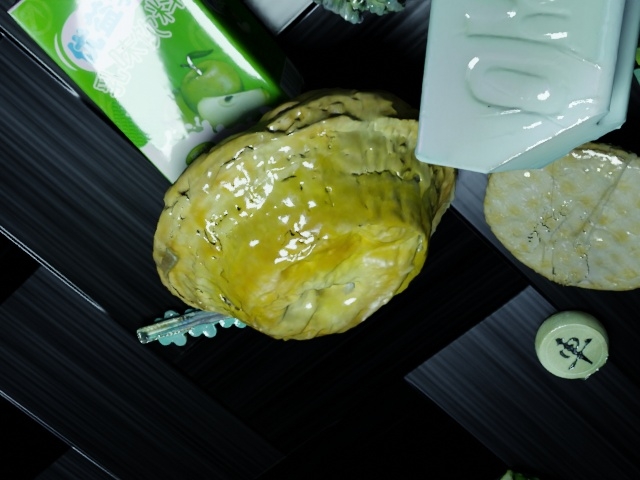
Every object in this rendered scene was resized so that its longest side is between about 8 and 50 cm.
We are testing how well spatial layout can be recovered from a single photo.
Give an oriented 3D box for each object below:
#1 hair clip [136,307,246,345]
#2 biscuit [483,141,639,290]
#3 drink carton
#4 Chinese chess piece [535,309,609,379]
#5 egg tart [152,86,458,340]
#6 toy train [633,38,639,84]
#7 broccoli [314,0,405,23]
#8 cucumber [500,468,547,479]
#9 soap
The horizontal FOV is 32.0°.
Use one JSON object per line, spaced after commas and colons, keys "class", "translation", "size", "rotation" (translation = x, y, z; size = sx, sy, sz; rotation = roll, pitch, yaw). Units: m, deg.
{"class": "hair clip", "translation": [-0.132, 0.093, 1.306], "size": [0.172, 0.049, 0.049], "rotation": [-16, 119, 21]}
{"class": "biscuit", "translation": [0.273, -0.022, 1.158], "size": [0.219, 0.033, 0.220], "rotation": [19, 142, 15]}
{"class": "drink carton", "translation": [-0.151, -0.184, 1.099], "size": [0.161, 0.108, 0.271], "rotation": [-34, 112, 20]}
{"class": "Chinese chess piece", "translation": [0.289, 0.120, 1.286], "size": [0.084, 0.034, 0.084], "rotation": [3, 121, 5]}
{"class": "egg tart", "translation": [0.002, -0.003, 1.117], "size": [0.341, 0.129, 0.341], "rotation": [-19, 145, -14]}
{"class": "toy train", "translation": [0.325, -0.221, 1.029], "size": [0.132, 0.083, 0.200], "rotation": [-8, 116, 57]}
{"class": "broccoli", "translation": [0.017, -0.320, 0.915], "size": [0.165, 0.145, 0.304], "rotation": [25, 157, 21]}
{"class": "cucumber", "translation": [0.278, 0.321, 1.411], "size": [0.107, 0.035, 0.067], "rotation": [20, 139, -8]}
{"class": "soap", "translation": [0.186, -0.201, 0.974], "size": [0.172, 0.095, 0.290], "rotation": [13, 105, 28]}
